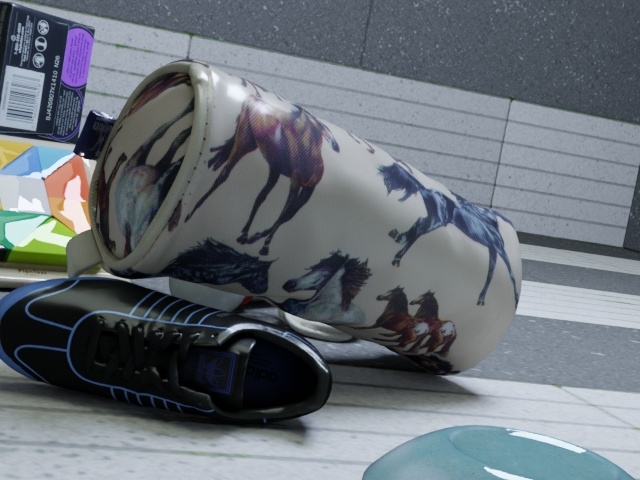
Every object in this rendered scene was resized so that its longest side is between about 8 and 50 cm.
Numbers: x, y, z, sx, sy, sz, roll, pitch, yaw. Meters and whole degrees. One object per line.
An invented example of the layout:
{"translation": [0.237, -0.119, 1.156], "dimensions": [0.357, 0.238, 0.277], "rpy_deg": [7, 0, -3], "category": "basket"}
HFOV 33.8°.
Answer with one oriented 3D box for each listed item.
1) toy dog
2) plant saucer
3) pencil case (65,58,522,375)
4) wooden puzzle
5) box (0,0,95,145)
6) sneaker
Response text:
{"translation": [-0.062, -0.008, 1.172], "dimensions": [0.220, 0.161, 0.333], "rpy_deg": [9, 6, -8], "category": "toy dog"}
{"translation": [0.123, 0.145, 0.628], "dimensions": [0.195, 0.037, 0.195], "rpy_deg": [10, 7, -1], "category": "plant saucer"}
{"translation": [0.000, 0.000, 0.873], "dimensions": [0.410, 0.183, 0.160], "rpy_deg": [22, 39, -40], "category": "pencil case"}
{"translation": [-0.316, -0.040, 1.094], "dimensions": [0.221, 0.044, 0.238], "rpy_deg": [6, 42, -35], "category": "wooden puzzle"}
{"translation": [-0.448, -0.225, 1.371], "dimensions": [0.270, 0.165, 0.143], "rpy_deg": [12, 4, 33], "category": "box"}
{"translation": [-0.103, 0.074, 0.706], "dimensions": [0.232, 0.081, 0.090], "rpy_deg": [9, -1, -18], "category": "sneaker"}
